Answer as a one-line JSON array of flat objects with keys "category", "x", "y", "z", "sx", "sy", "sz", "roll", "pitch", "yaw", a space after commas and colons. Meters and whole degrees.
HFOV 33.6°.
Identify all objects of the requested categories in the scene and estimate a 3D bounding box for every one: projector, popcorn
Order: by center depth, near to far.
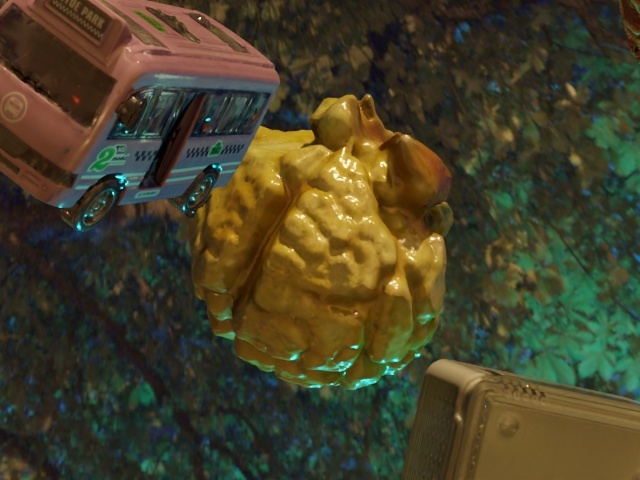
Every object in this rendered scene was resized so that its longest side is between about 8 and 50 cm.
[{"category": "projector", "x": 0.153, "y": 0.233, "z": 0.786, "sx": 0.192, "sy": 0.099, "sz": 0.257, "roll": 14, "pitch": -92, "yaw": -18}, {"category": "popcorn", "x": 0.000, "y": 0.000, "z": 0.926, "sx": 0.224, "sy": 0.270, "sz": 0.258, "roll": 16, "pitch": -108, "yaw": -33}]

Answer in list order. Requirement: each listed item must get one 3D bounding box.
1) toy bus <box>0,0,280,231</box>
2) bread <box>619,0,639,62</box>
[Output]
[{"category": "toy bus", "x": -0.104, "y": -0.078, "z": 0.582, "sx": 0.096, "sy": 0.199, "sz": 0.108, "roll": 38, "pitch": -73, "yaw": 13}, {"category": "bread", "x": 0.244, "y": -0.150, "z": 0.710, "sx": 0.076, "sy": 0.105, "sz": 0.233, "roll": -28, "pitch": -46, "yaw": 13}]
